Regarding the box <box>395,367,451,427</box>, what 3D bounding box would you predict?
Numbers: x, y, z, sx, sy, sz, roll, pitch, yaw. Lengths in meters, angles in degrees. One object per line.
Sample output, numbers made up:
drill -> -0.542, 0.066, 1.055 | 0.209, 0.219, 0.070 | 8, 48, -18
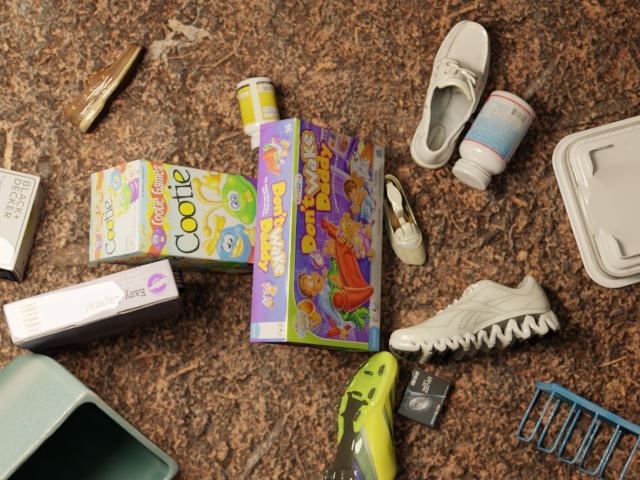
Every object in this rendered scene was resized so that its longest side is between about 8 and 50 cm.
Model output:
box -> 0.173, 0.264, 1.894 | 0.067, 0.018, 0.083 | 25, 81, -1

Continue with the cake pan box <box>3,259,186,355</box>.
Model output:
cake pan box -> -0.339, 0.109, 1.766 | 0.267, 0.246, 0.070 | -16, 83, -6

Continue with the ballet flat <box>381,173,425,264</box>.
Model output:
ballet flat -> 0.134, -0.034, 1.919 | 0.057, 0.052, 0.168 | -22, 84, -7

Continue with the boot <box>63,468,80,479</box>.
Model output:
boot -> -0.375, 0.433, 1.816 | 0.121, 0.045, 0.099 | 39, 81, 6

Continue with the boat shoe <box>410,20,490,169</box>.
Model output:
boat shoe -> 0.234, -0.258, 1.938 | 0.098, 0.096, 0.277 | 18, 80, -1

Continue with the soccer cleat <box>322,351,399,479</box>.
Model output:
soccer cleat -> 0.085, 0.328, 1.857 | 0.121, 0.093, 0.289 | 23, 74, -31

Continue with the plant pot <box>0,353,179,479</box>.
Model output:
plant pot -> -0.421, 0.317, 1.716 | 0.247, 0.248, 0.252 | -47, 43, -9

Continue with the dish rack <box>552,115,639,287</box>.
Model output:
dish rack -> 0.594, -0.087, 1.953 | 0.333, 0.072, 0.285 | -15, 84, -5

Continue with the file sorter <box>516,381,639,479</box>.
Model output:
file sorter -> 0.424, 0.317, 1.856 | 0.170, 0.118, 0.104 | 27, 84, 0

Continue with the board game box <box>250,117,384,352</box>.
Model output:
board game box -> 0.000, 0.000, 1.821 | 0.078, 0.233, 0.347 | -5, 79, 40

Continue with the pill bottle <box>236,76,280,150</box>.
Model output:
pill bottle -> -0.103, -0.214, 1.923 | 0.065, 0.065, 0.116 | -9, 82, -5

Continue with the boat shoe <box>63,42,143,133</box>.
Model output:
boat shoe -> -0.367, -0.267, 1.912 | 0.060, 0.064, 0.178 | 35, 83, 0

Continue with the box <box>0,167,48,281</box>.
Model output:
box -> -0.611, -0.050, 1.841 | 0.290, 0.087, 0.169 | 14, 73, -2

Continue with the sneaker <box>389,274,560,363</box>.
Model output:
sneaker -> 0.249, 0.133, 1.884 | 0.292, 0.110, 0.118 | -9, 74, -14

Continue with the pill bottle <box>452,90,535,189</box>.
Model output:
pill bottle -> 0.293, -0.170, 1.934 | 0.087, 0.087, 0.160 | 32, 81, 1

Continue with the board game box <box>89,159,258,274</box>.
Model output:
board game box -> -0.207, -0.031, 1.781 | 0.275, 0.142, 0.144 | 7, 79, -40
